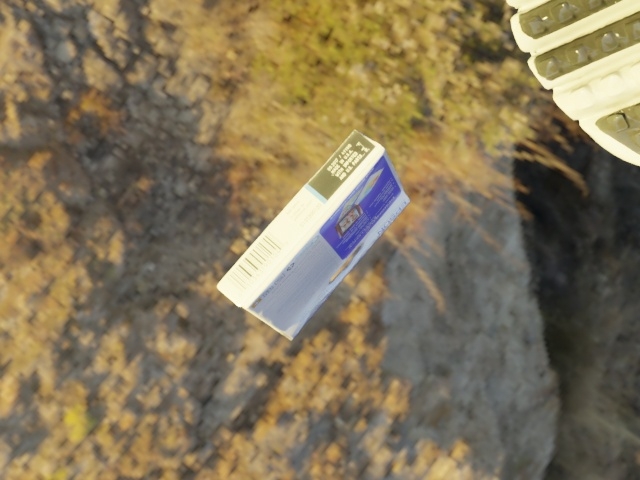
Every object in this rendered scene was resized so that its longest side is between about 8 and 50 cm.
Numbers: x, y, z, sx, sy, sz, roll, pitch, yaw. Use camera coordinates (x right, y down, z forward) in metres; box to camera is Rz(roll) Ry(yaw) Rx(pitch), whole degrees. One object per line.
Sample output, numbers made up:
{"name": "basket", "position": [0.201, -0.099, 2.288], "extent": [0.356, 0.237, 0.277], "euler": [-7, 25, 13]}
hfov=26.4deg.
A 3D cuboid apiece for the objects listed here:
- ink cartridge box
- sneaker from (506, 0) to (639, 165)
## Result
{"name": "ink cartridge box", "position": [0.000, 0.000, 1.389], "extent": [0.206, 0.045, 0.208], "euler": [-49, 163, -3]}
{"name": "sneaker", "position": [0.130, -0.175, 0.633], "extent": [0.118, 0.110, 0.292], "euler": [-43, 113, -51]}
